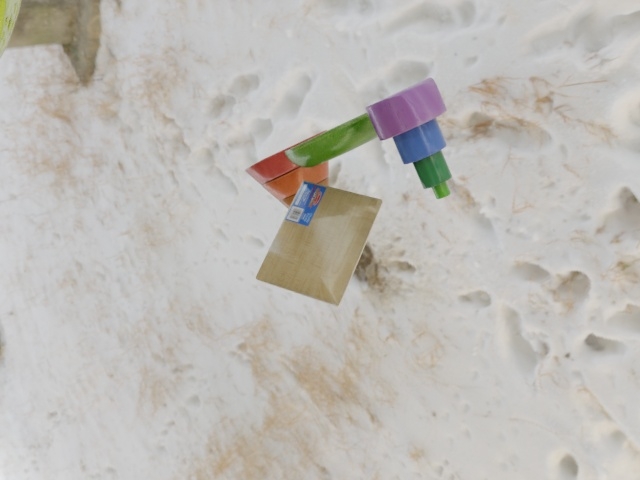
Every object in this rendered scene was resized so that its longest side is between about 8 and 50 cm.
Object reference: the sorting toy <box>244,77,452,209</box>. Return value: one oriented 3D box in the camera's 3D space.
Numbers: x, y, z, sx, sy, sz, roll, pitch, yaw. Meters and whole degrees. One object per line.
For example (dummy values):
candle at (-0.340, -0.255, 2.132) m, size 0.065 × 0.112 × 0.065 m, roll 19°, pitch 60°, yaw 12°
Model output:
sorting toy at (0.032, -0.071, 0.665) m, size 0.365 × 0.127 × 0.126 m, roll -5°, pitch 112°, yaw 65°

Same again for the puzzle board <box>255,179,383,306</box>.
puzzle board at (0.000, 0.000, 0.622) m, size 0.096 × 0.128 × 0.011 m, roll 16°, pitch 157°, yaw 21°

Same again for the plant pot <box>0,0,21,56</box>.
plant pot at (-0.651, -0.475, 1.042) m, size 0.207 × 0.228 × 0.227 m, roll -47°, pitch 36°, yaw 30°
